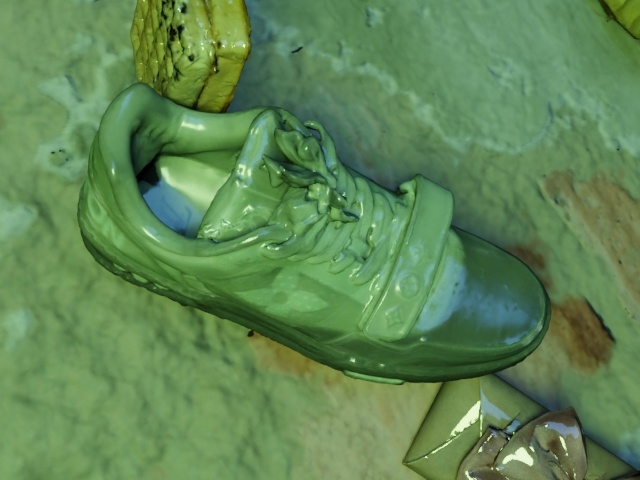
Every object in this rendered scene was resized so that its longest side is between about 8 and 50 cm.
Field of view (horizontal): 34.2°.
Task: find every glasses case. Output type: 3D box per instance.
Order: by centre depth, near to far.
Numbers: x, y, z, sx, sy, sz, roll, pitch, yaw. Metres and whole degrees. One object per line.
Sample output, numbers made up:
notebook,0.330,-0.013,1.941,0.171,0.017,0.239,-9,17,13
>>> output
glasses case,0.146,0.160,0.639,0.193,0.070,0.102,34,65,-5

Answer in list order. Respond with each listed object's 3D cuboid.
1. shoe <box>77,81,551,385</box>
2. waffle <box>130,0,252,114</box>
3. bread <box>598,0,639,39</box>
shoe,0.001,-0.003,0.579,0.293,0.149,0.109,15,68,0
waffle,-0.079,-0.120,0.616,0.042,0.148,0.102,-5,74,-18
bread,0.348,-0.224,0.808,0.253,0.142,0.227,21,59,-9
